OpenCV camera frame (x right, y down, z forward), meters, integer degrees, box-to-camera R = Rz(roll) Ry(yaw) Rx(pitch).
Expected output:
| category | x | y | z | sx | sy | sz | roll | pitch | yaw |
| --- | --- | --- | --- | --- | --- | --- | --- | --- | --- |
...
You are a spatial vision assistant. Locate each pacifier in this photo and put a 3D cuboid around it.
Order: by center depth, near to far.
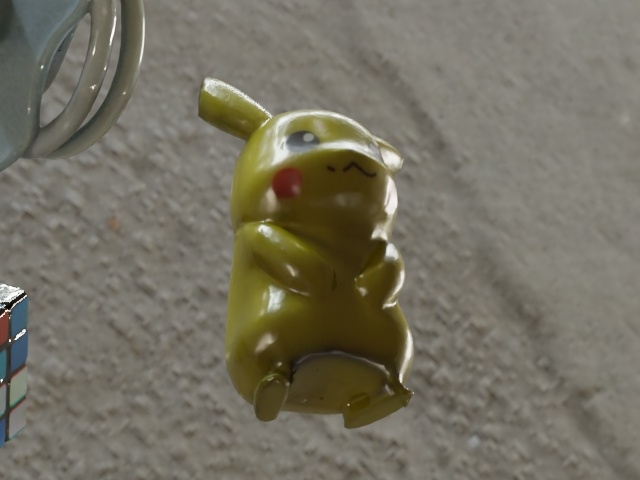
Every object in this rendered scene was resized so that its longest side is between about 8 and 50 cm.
| category | x | y | z | sx | sy | sz | roll | pitch | yaw |
| --- | --- | --- | --- | --- | --- | --- | --- | --- | --- |
| pacifier | -0.298 | -0.183 | 1.223 | 0.233 | 0.299 | 0.244 | -2 | 36 | -49 |

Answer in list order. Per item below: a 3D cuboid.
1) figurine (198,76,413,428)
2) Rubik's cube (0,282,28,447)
| category | x | y | z | sx | sy | sz | roll | pitch | yaw |
| --- | --- | --- | --- | --- | --- | --- | --- | --- | --- |
| figurine | 0.000 | 0.007 | 1.378 | 0.218 | 0.169 | 0.327 | 11 | 70 | -28 |
| Rubik's cube | -0.369 | 0.121 | 1.394 | 0.154 | 0.155 | 0.151 | 16 | 26 | 17 |
